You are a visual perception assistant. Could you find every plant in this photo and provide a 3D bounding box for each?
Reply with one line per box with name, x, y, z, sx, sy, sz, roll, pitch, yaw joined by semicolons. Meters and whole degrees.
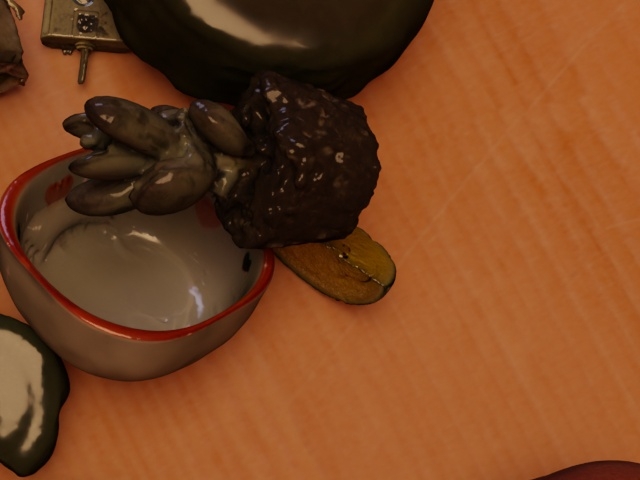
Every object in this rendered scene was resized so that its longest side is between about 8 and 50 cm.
plant;-0.091;-0.077;1.178;0.274;0.146;0.149;2;34;-21

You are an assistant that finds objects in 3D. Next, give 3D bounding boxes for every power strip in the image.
power strip;-0.237;-0.288;1.377;0.092;0.034;0.268;5;75;-5

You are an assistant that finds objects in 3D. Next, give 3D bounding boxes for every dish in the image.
dish;-0.180;0.032;1.232;0.256;0.117;0.256;13;41;-12

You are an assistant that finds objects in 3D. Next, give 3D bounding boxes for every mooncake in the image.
mooncake;-0.320;0.148;1.221;0.168;0.104;0.175;-41;85;-17
mooncake;-0.051;-0.304;1.310;0.356;0.194;0.356;3;78;-14

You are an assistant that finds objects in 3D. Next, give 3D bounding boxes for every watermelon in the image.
watermelon;0.006;-0.005;1.303;0.181;0.092;0.075;33;65;15

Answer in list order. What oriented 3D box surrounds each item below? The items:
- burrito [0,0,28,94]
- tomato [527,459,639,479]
burrito;-0.407;-0.291;1.302;0.190;0.135;0.332;-2;69;-39
tomato;0.264;0.335;1.132;0.321;0.321;0.321;1;75;-6
